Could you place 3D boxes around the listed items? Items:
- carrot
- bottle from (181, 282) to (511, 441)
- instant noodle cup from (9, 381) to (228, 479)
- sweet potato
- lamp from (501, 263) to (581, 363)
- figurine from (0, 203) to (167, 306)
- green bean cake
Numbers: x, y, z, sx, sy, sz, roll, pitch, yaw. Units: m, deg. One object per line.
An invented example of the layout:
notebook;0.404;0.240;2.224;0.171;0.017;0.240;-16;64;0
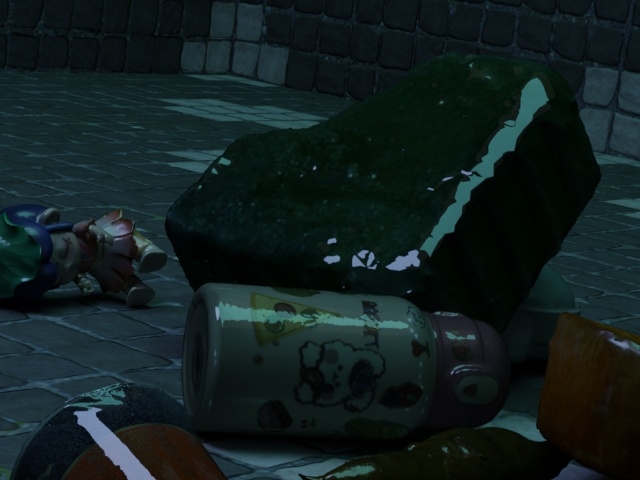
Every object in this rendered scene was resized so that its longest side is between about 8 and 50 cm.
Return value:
carrot;0.301;0.144;1.409;0.307;0.100;0.258;19;7;-40
bottle;0.025;0.098;1.462;0.253;0.120;0.120;4;11;-14
instant noodle cup;-0.095;0.163;1.057;0.127;0.127;0.136;1;21;-33
sweet potato;0.091;0.161;1.313;0.067;0.067;0.274;16;10;41
lamp;0.156;0.061;1.796;0.180;0.108;0.246;6;10;16
figurine;-0.258;0.018;1.801;0.195;0.111;0.102;3;28;-41
green bean cake;0.061;-0.027;1.691;0.300;0.169;0.308;13;52;38
